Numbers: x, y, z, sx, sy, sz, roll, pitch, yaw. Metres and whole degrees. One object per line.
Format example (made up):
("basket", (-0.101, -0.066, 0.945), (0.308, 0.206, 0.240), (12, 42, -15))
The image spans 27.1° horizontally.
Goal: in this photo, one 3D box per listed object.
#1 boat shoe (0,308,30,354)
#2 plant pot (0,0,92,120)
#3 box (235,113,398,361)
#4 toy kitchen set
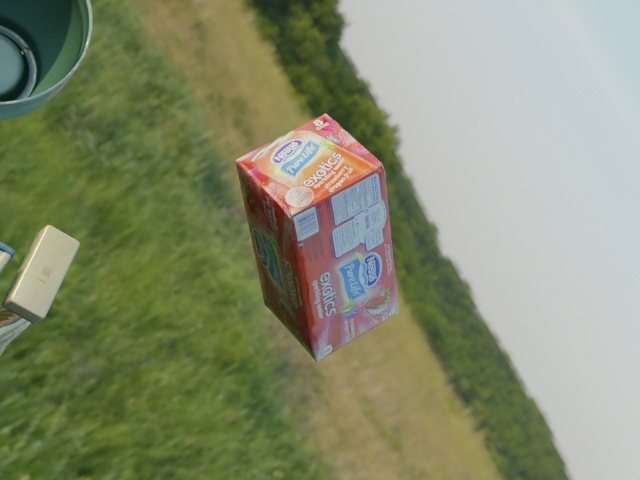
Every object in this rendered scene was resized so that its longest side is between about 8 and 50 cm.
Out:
("boat shoe", (-0.544, 0.173, 2.160), (0.068, 0.190, 0.072), (6, -60, 45))
("plant pot", (-0.508, -0.302, 2.026), (0.293, 0.293, 0.196), (61, -24, 9))
("box", (0.000, 0.000, 1.545), (0.122, 0.128, 0.257), (46, -23, 38))
("toy kitchen set", (-0.466, 0.022, 1.802), (0.207, 0.122, 0.166), (32, -28, -20))
